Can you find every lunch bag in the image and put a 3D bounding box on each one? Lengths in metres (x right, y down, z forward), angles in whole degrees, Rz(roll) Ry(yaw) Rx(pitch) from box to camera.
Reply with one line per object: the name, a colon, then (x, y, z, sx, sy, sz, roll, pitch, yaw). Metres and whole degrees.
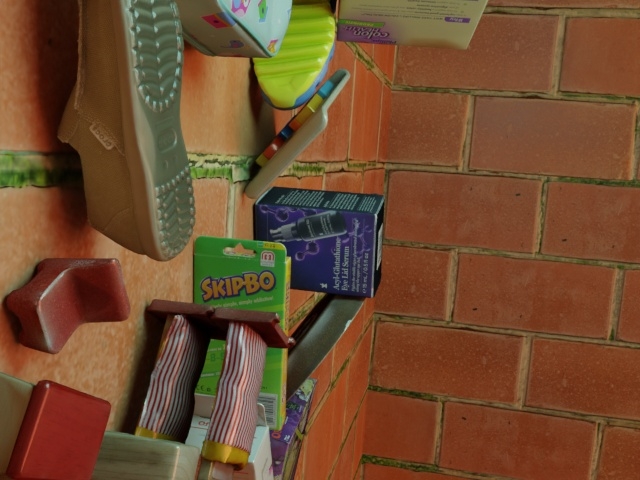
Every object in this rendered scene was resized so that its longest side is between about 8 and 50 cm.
lunch bag: (-0.105, -0.351, 0.714, 0.224, 0.108, 0.279, 9, 85, -74)

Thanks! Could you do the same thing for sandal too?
sandal: (-0.027, -0.339, 1.091, 0.138, 0.126, 0.317, 80, 20, -66)

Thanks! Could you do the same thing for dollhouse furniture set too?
dollhouse furniture set: (-0.145, 0.134, 0.630, 0.374, 0.152, 0.201, 68, 29, -67)

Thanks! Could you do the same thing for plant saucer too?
plant saucer: (-0.018, 0.178, 1.224, 0.310, 0.050, 0.310, -50, -178, 2)

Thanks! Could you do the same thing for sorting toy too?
sorting toy: (-0.040, -0.177, 1.071, 0.193, 0.038, 0.208, -42, -164, 31)

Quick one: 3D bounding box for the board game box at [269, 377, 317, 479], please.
board game box: (-0.081, 0.440, 1.222, 0.208, 0.056, 0.347, -66, 169, -70)

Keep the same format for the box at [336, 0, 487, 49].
box: (0.137, -0.399, 0.991, 0.243, 0.213, 0.117, 95, -2, -74)

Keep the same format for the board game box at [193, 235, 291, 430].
board game box: (-0.105, 0.121, 0.895, 0.039, 0.124, 0.259, -54, 148, -71)

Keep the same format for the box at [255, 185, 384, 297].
box: (0.000, 0.000, 1.151, 0.108, 0.207, 0.153, -59, 151, -66)

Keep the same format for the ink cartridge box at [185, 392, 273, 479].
ink cartridge box: (-0.127, 0.300, 0.895, 0.067, 0.115, 0.198, -66, 157, -57)

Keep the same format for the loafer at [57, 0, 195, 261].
loafer: (-0.168, -0.111, 0.557, 0.102, 0.092, 0.268, -49, 138, -71)
